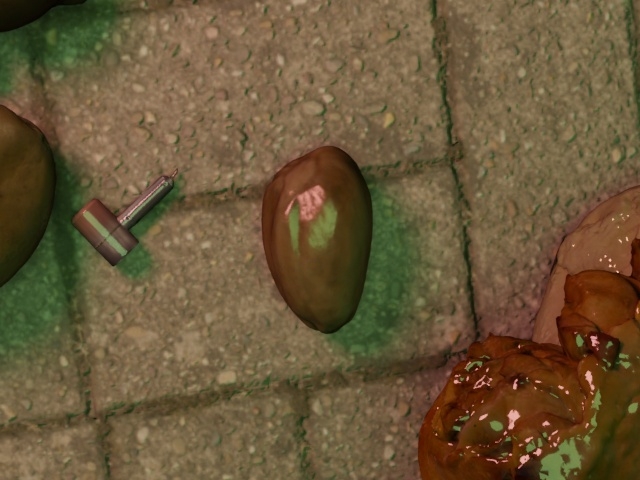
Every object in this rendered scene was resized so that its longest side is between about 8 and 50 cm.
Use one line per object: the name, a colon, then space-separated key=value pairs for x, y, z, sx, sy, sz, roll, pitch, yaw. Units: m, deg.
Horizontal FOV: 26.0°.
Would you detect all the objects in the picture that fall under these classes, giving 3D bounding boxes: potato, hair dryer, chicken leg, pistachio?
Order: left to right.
potato: x=-0.353 y=-0.031 z=1.295 sx=0.235 sy=0.160 sz=0.178 roll=-44 pitch=137 yaw=-13
hair dryer: x=-0.184 y=-0.035 z=1.371 sx=0.114 sy=0.037 sz=0.063 roll=-43 pitch=97 yaw=-8
pistachio: x=0.000 y=0.000 z=1.359 sx=0.108 sy=0.126 sz=0.185 roll=8 pitch=101 yaw=37
chicken leg: x=0.301 y=0.149 z=1.194 sx=0.409 sy=0.182 sz=0.295 roll=14 pitch=90 yaw=5

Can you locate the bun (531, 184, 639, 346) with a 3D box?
bun: x=0.387 y=0.095 z=1.346 sx=0.359 sy=0.211 sz=0.360 roll=-1 pitch=97 yaw=-5

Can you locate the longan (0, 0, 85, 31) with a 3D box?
longan: x=-0.299 y=-0.278 z=1.274 sx=0.204 sy=0.159 sz=0.185 roll=28 pitch=72 yaw=-30
